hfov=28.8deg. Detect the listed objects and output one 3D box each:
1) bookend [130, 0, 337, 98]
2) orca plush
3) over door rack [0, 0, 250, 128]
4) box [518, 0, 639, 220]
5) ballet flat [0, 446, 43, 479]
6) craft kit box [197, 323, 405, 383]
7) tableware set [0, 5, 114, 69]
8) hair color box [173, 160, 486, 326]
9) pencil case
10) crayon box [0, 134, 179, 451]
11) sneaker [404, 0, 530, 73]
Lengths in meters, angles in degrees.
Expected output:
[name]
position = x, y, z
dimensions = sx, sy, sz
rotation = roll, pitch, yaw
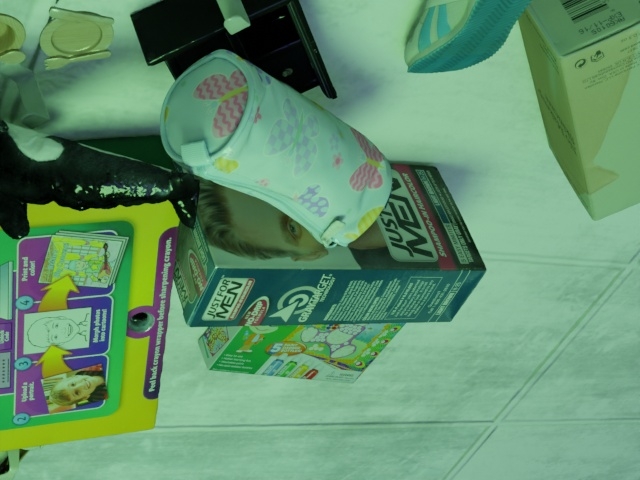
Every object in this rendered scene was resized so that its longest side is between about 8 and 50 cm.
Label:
[bookend]
position = -0.084, -0.184, 1.248
dimensions = 0.157, 0.072, 0.156
rotation = -24, 143, 1
[orca plush]
position = -0.260, -0.046, 1.183
dimensions = 0.287, 0.102, 0.151
rotation = 16, 177, -5
[over door rack]
position = -0.239, -0.248, 1.049
dimensions = 0.239, 0.108, 0.324
rotation = -23, 150, 11
[box]
position = 0.318, -0.176, 1.413
dimensions = 0.121, 0.148, 0.311
rotation = -25, 142, 3
[ballet flat]
position = -0.391, 0.260, 1.623
dimensions = 0.080, 0.073, 0.232
rotation = 15, 128, -40
[craft kit box]
position = 0.005, 0.088, 1.643
dimensions = 0.250, 0.061, 0.246
rotation = 9, 130, -36
[tableware set]
position = -0.227, -0.194, 1.019
dimensions = 0.141, 0.020, 0.168
rotation = -4, 148, -25
[hair color box]
position = 0.000, 0.000, 1.431
dimensions = 0.347, 0.174, 0.105
rotation = 1, 138, -29
[pencil case]
position = -0.040, -0.085, 1.245
dimensions = 0.273, 0.113, 0.124
rotation = 30, 78, -52
[crayon box]
position = -0.328, 0.068, 1.357
dimensions = 0.313, 0.106, 0.363
rotation = -5, 129, -21
[sneaker]
position = 0.149, -0.248, 1.288
dimensions = 0.087, 0.092, 0.228
rotation = -6, 159, -25
